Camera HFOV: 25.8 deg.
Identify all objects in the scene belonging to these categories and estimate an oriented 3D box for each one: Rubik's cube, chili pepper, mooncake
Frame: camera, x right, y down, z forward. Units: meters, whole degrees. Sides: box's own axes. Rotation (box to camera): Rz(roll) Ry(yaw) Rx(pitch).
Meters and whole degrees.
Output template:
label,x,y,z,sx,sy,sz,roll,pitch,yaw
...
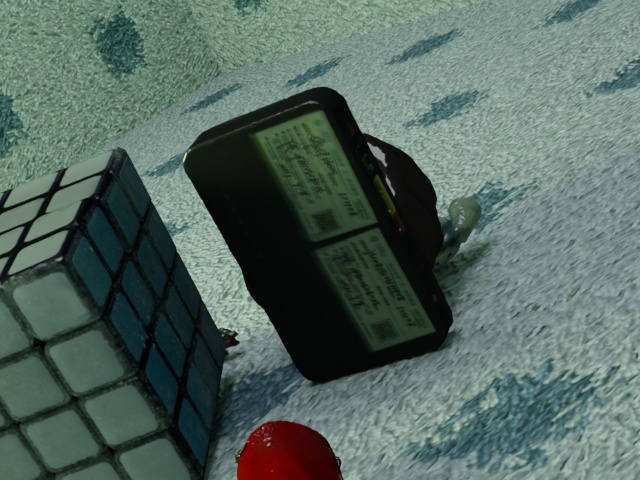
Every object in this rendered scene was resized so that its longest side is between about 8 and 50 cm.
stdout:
label,x,y,z,sx,sy,sz,roll,pitch,yaw
Rubik's cube,-0.343,0.139,1.751,0.343,0.344,0.337,-22,25,13
chili pepper,-0.017,0.254,1.352,0.110,0.110,0.387,-28,17,-5
mooncake,0.032,-0.002,1.861,0.283,0.141,0.283,-17,62,35

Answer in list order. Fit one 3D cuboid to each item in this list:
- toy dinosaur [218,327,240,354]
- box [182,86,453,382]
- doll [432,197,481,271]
label,x,y,z,sx,sy,sz,roll,pitch,yaw
toy dinosaur,-0.180,0.158,2.012,0.154,0.055,0.049,-16,22,24
box,0.000,0.000,1.680,0.211,0.350,0.058,-18,21,24
doll,0.134,0.017,1.925,0.214,0.071,0.103,-33,28,3
